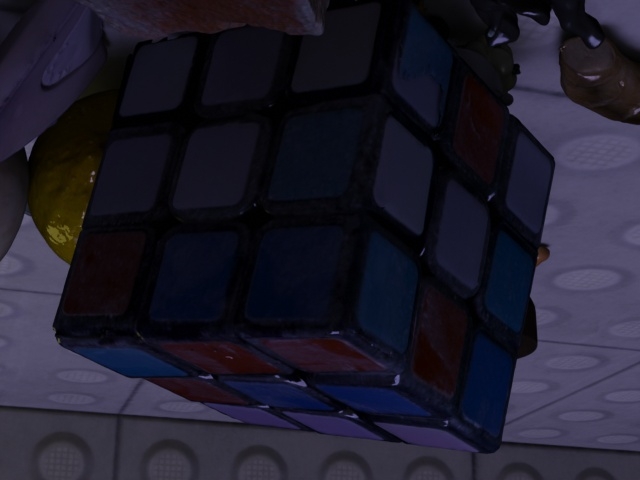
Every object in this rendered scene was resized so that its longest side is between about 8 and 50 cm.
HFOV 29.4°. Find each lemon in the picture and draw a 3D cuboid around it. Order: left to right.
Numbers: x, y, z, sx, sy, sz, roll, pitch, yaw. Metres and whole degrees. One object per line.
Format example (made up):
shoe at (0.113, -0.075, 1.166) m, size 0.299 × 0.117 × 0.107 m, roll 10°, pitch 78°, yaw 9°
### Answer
lemon at (-0.228, -0.064, 1.445) m, size 0.236 × 0.236 × 0.263 m, roll -13°, pitch 157°, yaw 32°

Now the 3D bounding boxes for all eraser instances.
eraser at (-0.299, -0.163, 1.226) m, size 0.059 × 0.243 × 0.204 m, roll 36°, pitch 157°, yaw 4°

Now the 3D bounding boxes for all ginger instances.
ginger at (0.329, -0.177, 1.363) m, size 0.190 × 0.069 × 0.095 m, roll 14°, pitch 134°, yaw -30°

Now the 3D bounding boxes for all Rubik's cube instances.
Rubik's cube at (0.000, 0.000, 1.248) m, size 0.362 × 0.363 × 0.359 m, roll -3°, pitch 157°, yaw 33°

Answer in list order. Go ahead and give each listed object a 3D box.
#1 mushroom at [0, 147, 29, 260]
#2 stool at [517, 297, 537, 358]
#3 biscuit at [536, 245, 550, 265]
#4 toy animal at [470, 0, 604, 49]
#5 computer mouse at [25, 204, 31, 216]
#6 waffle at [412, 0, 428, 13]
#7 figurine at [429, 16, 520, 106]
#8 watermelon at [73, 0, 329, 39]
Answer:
mushroom at (-0.501, -0.059, 1.309) m, size 0.314 × 0.314 × 0.336 m, roll -19°, pitch 179°, yaw 43°
stool at (0.190, 0.016, 1.607) m, size 0.179 × 0.264 × 0.179 m, roll 1°, pitch 159°, yaw 0°
biscuit at (0.267, 0.055, 2.044) m, size 0.160 × 0.030 × 0.249 m, roll 5°, pitch 159°, yaw -12°
toy animal at (0.232, -0.257, 1.120) m, size 0.146 × 0.114 × 0.245 m, roll 13°, pitch 135°, yaw -46°
computer mouse at (-0.333, -0.044, 1.739) m, size 0.231 × 0.071 × 0.126 m, roll -2°, pitch 159°, yaw 9°
waffle at (0.031, -0.272, 1.128) m, size 0.309 × 0.065 × 0.283 m, roll -7°, pitch 157°, yaw 30°
figurine at (0.120, -0.179, 1.338) m, size 0.197 × 0.093 × 0.147 m, roll 9°, pitch 137°, yaw 19°
watermelon at (-0.112, -0.248, 0.963) m, size 0.264 × 0.151 × 0.302 m, roll 5°, pitch 152°, yaw 25°
